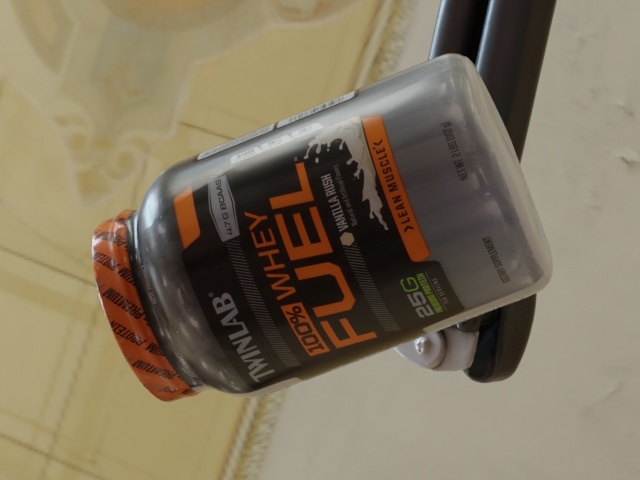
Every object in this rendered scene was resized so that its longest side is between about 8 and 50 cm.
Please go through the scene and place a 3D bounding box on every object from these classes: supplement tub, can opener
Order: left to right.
[{"bbox_3d":[0.000,0.000,0.736,0.190,0.117,0.117,-22,-100,11],"label":"supplement tub"},{"bbox_3d":[0.096,-0.053,0.975,0.074,0.093,0.280,18,-76,42],"label":"can opener"}]
